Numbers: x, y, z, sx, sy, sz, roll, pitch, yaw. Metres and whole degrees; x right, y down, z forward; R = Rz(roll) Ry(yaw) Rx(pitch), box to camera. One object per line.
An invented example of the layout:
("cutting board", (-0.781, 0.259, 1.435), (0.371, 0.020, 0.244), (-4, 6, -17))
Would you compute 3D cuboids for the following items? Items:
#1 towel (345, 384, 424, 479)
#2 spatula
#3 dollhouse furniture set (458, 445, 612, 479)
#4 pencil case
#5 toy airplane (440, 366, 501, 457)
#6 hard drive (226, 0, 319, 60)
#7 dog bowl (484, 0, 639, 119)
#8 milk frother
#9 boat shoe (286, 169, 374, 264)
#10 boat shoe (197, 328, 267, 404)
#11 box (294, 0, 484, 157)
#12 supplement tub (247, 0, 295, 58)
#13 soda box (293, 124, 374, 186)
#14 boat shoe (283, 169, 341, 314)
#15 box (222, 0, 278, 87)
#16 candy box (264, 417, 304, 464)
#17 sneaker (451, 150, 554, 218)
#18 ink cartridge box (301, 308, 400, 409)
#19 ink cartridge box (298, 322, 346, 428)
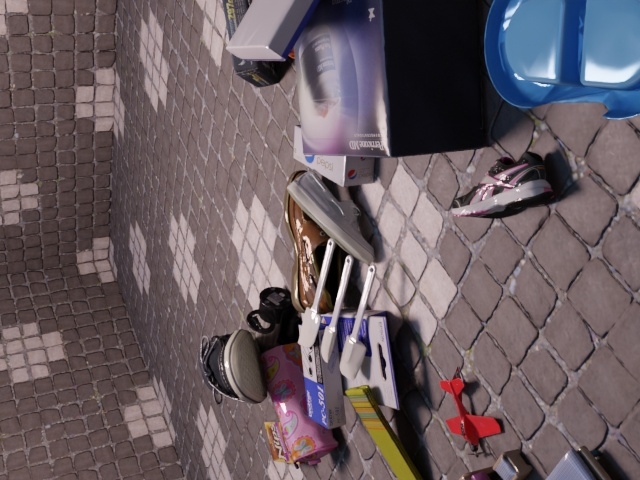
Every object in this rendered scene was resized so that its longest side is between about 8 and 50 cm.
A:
("towel", (0.129, 0.385, 1.408), (0.237, 0.021, 0.102), (59, 159, 1))
("spatula", (0.038, 0.132, 1.415), (0.168, 0.019, 0.241), (32, 114, 43))
("dollhouse furniture set", (0.280, 0.399, 0.992), (0.286, 0.198, 0.303), (58, 146, 37))
("pencil case", (-0.052, 0.385, 1.732), (0.284, 0.124, 0.124), (68, 151, 21))
("toy airplane", (0.241, 0.287, 1.220), (0.151, 0.028, 0.151), (34, 129, 57))
("hard drive", (-0.023, -0.420, 1.109), (0.318, 0.040, 0.210), (-60, 27, 0))
("dog bowl", (0.315, -0.234, 0.850), (0.297, 0.074, 0.165), (26, 122, 58))
("milk frother", (-0.133, 0.210, 1.808), (0.129, 0.143, 0.134), (47, 139, 42))
("boat shoe", (0.035, -0.052, 1.437), (0.227, 0.081, 0.079), (45, 173, 11))
("boat shoe", (-0.226, 0.318, 1.838), (0.500, 0.156, 0.186), (149, 107, -84))
("box", (0.095, -0.282, 1.151), (0.296, 0.183, 0.293), (14, 112, 62))
("supplement tub", (-0.066, -0.461, 1.480), (0.190, 0.117, 0.117), (61, 148, 32))
("soda box", (0.023, -0.173, 1.452), (0.216, 0.069, 0.073), (36, 129, 54))
("boat shoe", (0.000, 0.000, 1.524), (0.105, 0.111, 0.307), (-8, 88, 50))
("box", (-0.158, -0.470, 1.618), (0.183, 0.059, 0.232), (-14, -86, -80))
("candy box", (-0.083, 0.522, 1.912), (0.187, 0.053, 0.109), (-30, 73, 63))
("sneaker", (0.259, -0.077, 1.039), (0.178, 0.072, 0.077), (-16, 72, 55))
("ink cartridge box", (0.072, 0.231, 1.496), (0.371, 0.069, 0.175), (172, 89, -66))
("ink cartridge box", (0.003, 0.279, 1.529), (0.097, 0.046, 0.206), (3, 101, 64))
